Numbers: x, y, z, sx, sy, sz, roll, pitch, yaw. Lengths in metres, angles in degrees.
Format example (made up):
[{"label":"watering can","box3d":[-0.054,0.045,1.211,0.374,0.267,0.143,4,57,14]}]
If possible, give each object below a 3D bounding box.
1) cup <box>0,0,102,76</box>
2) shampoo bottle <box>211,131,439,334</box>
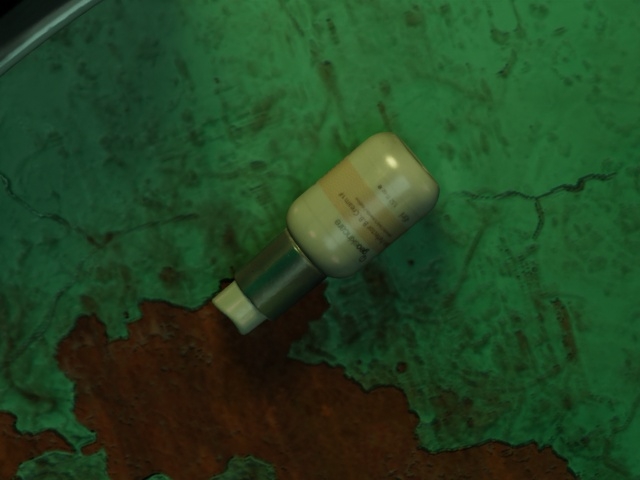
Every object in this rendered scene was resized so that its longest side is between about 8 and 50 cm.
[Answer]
[{"label":"cup","box3d":[-0.260,-0.235,0.907,0.311,0.257,0.331,-35,113,6]},{"label":"shampoo bottle","box3d":[0.000,0.000,1.139,0.192,0.074,0.074,-40,111,6]}]
